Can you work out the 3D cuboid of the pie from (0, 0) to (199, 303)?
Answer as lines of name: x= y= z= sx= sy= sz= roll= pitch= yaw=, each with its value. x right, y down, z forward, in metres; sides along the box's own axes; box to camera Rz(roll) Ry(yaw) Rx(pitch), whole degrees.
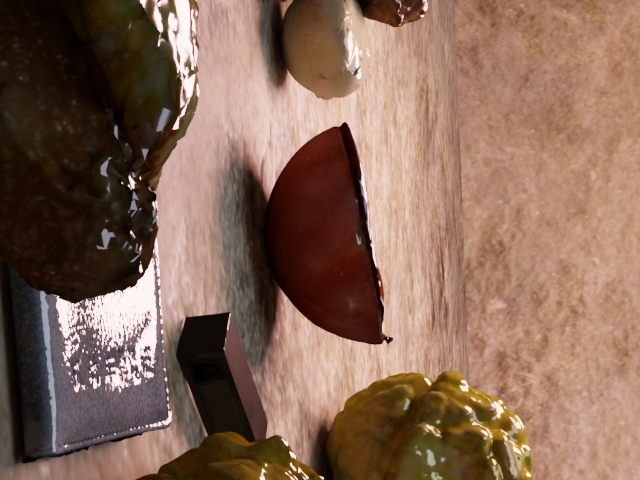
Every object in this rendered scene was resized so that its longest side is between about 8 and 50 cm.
pie: x=-0.159 y=-0.190 z=0.895 sx=0.418 sy=0.181 sz=0.395 roll=-99 pitch=-175 yaw=-72

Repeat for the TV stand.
TV stand: x=-0.069 y=0.170 z=1.437 sx=0.049 sy=0.040 sz=0.256 roll=-84 pitch=163 yaw=-48

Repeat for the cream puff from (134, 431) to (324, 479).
cream puff: x=-0.054 y=0.227 z=1.189 sx=0.221 sy=0.195 sz=0.194 roll=79 pitch=13 yaw=-45

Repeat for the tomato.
tomato: x=0.000 y=0.000 z=1.673 sx=0.199 sy=0.112 sz=0.227 roll=84 pitch=-3 yaw=-89

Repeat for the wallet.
wallet: x=-0.152 y=0.056 z=1.109 sx=0.222 sy=0.036 sz=0.167 roll=8 pitch=77 yaw=-77

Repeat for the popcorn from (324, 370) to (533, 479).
popcorn: x=0.111 y=0.266 z=1.863 sx=0.212 sy=0.259 sz=0.259 roll=-123 pitch=-153 yaw=-84

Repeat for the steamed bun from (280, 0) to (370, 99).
steamed bun: x=0.002 y=-0.221 z=1.822 sx=0.130 sy=0.091 sz=0.112 roll=-84 pitch=161 yaw=-48

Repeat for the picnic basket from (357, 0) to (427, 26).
picnic basket: x=0.038 y=-0.304 z=1.881 sx=0.193 sy=0.055 sz=0.110 roll=25 pitch=-43 yaw=49
